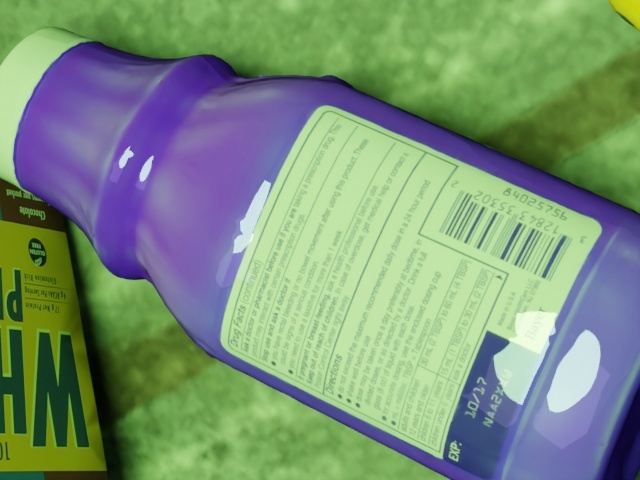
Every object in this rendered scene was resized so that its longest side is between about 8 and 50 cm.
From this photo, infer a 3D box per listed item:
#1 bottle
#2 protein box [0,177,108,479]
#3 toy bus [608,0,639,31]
[{"bbox_3d":[0.000,0.000,0.708,0.282,0.092,0.118,25,94,21],"label":"bottle"},{"bbox_3d":[-0.214,0.065,0.774,0.201,0.136,0.200,-18,76,27],"label":"protein box"},{"bbox_3d":[0.231,-0.171,0.544,0.130,0.108,0.333,41,114,11],"label":"toy bus"}]
